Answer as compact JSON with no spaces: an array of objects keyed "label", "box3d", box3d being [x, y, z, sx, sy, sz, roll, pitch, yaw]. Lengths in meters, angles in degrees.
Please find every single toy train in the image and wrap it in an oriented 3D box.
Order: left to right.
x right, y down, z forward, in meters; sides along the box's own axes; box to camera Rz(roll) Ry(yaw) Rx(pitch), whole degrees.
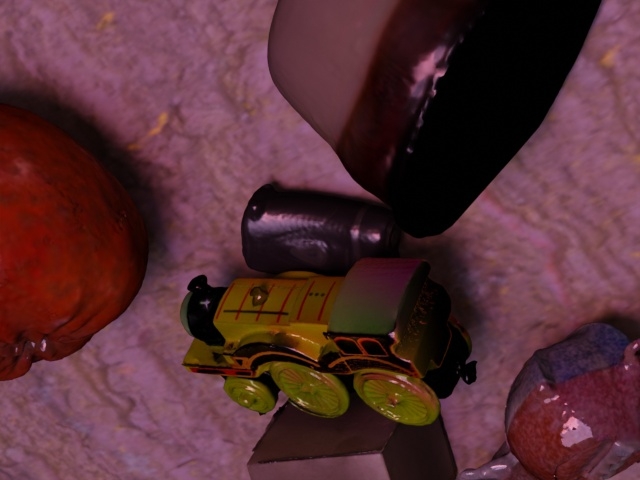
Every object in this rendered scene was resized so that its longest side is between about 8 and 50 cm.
[{"label":"toy train","box3d":[-0.004,0.088,1.332,0.296,0.100,0.160,-1,138,36]}]

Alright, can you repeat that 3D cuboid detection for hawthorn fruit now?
[{"label":"hawthorn fruit","box3d":[-0.324,-0.020,1.367,0.276,0.276,0.307,-37,83,34]}]

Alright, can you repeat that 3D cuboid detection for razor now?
[{"label":"razor","box3d":[0.000,0.000,1.347,0.148,0.054,0.090,10,122,16]}]

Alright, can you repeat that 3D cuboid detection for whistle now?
[{"label":"whistle","box3d":[0.208,0.191,1.325,0.133,0.142,0.346,51,137,22]}]

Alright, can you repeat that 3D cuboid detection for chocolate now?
[{"label":"chocolate","box3d":[0.074,-0.168,1.121,0.186,0.283,0.283,35,127,22]}]

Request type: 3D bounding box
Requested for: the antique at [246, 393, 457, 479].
[{"label":"antique","box3d":[0.035,0.224,1.398,0.147,0.152,0.148,-10,110,26]}]
